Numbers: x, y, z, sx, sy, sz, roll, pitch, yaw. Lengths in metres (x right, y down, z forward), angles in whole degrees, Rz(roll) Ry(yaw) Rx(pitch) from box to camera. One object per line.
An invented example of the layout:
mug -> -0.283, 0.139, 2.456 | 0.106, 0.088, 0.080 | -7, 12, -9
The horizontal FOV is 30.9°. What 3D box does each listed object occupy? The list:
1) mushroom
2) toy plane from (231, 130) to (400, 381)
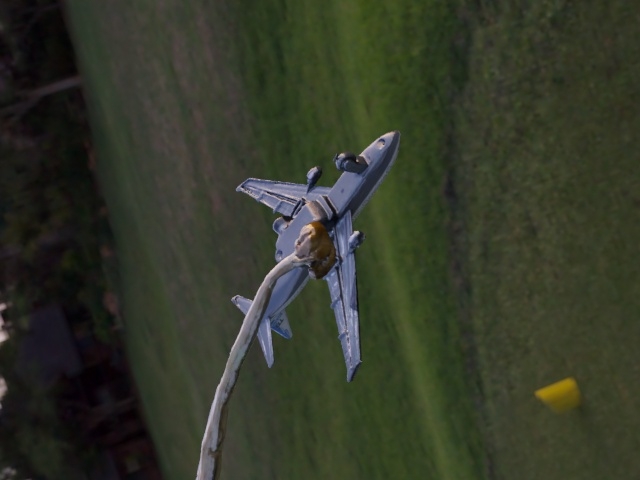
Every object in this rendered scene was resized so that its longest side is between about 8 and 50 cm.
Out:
mushroom -> -0.056, 0.112, 0.635 | 0.286, 0.028, 0.026 | -65, -9, 21
toy plane -> -0.003, 0.001, 0.924 | 0.226, 0.058, 0.226 | 58, 133, 37
